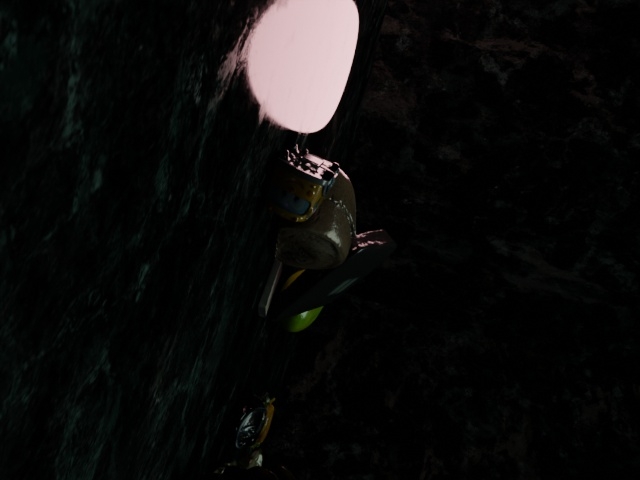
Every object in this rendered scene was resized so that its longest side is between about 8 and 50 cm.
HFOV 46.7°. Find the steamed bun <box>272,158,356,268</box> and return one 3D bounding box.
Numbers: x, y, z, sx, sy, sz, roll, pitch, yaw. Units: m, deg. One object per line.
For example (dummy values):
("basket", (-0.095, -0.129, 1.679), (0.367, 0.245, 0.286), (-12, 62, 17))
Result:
("steamed bun", (0.002, -0.056, 1.858), (0.301, 0.199, 0.252), (96, 11, -70))

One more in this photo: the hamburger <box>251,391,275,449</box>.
("hamburger", (-0.217, 0.605, 2.486), (0.164, 0.093, 0.190), (21, 84, -84))

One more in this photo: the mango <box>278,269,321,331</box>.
("mango", (-0.069, 0.206, 2.441), (0.185, 0.149, 0.273), (-66, 175, 36))

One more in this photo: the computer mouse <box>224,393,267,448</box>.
("computer mouse", (-0.214, 0.540, 2.201), (0.233, 0.096, 0.137), (-38, 146, -86))

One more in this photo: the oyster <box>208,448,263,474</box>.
("oyster", (-0.259, 0.718, 2.134), (0.198, 0.133, 0.337), (-66, 174, 16))

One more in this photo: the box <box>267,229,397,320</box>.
("box", (0.035, 0.099, 2.156), (0.359, 0.091, 0.350), (-42, 166, 23))

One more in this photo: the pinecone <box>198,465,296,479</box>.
("pinecone", (-0.151, 0.647, 1.479), (0.398, 0.397, 0.398), (17, 90, -86))

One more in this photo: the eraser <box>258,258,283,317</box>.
("eraser", (-0.136, 0.127, 2.026), (0.104, 0.023, 0.150), (98, 9, -70))

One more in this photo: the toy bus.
("toy bus", (-0.045, -0.114, 1.546), (0.209, 0.126, 0.136), (-59, 175, -75))
